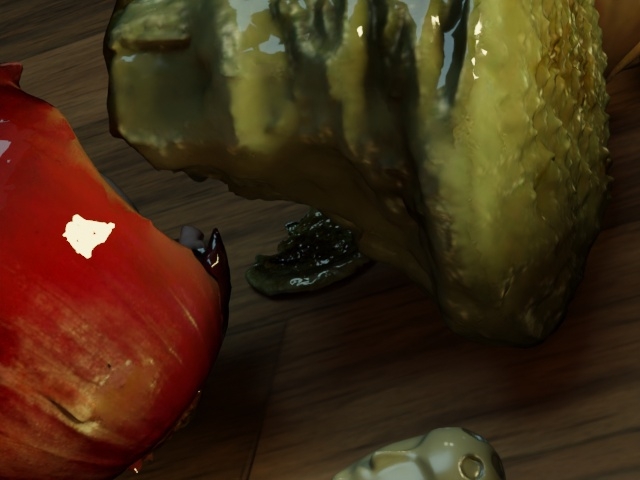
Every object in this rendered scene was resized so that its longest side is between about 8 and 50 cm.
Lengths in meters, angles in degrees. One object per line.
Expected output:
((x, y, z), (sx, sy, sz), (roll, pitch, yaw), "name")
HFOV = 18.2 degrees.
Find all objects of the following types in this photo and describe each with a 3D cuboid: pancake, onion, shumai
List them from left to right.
((-0.227, 0.053, 1.400), (0.341, 0.341, 0.341), (-21, 27, 11), "onion")
((0.005, 0.001, 1.596), (0.116, 0.022, 0.129), (-2, 40, 40), "pancake")
((0.023, -0.118, 1.373), (0.323, 0.324, 0.397), (-2, 61, 17), "shumai")

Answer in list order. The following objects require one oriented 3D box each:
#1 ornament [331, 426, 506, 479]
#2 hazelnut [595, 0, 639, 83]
((0.037, 0.162, 1.212), (0.156, 0.081, 0.075), (-23, 30, 16), "ornament")
((0.137, -0.272, 1.656), (0.409, 0.359, 0.359), (-16, 28, 10), "hazelnut")
